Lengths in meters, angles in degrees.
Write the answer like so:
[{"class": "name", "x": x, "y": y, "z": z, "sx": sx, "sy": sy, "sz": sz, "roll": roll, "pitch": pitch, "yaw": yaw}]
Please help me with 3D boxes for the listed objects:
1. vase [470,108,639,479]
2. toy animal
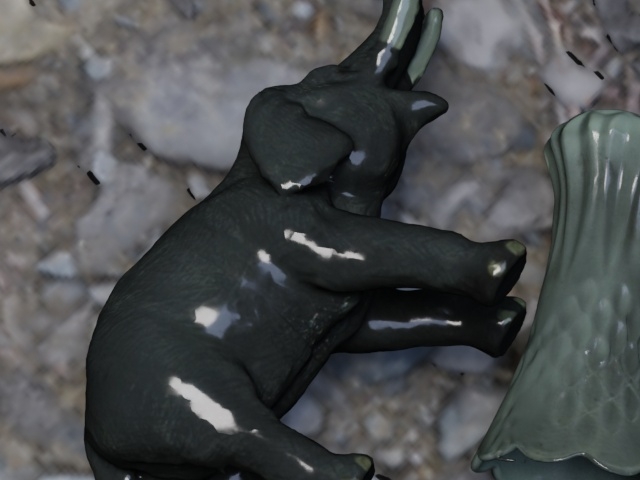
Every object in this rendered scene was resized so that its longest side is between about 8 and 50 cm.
[{"class": "vase", "x": 0.110, "y": 0.025, "z": 0.644, "sx": 0.081, "sy": 0.081, "sz": 0.148, "roll": 16, "pitch": 71, "yaw": -12}, {"class": "toy animal", "x": 0.010, "y": 0.001, "z": 0.600, "sx": 0.137, "sy": 0.082, "sz": 0.269, "roll": 23, "pitch": 73, "yaw": 18}]
